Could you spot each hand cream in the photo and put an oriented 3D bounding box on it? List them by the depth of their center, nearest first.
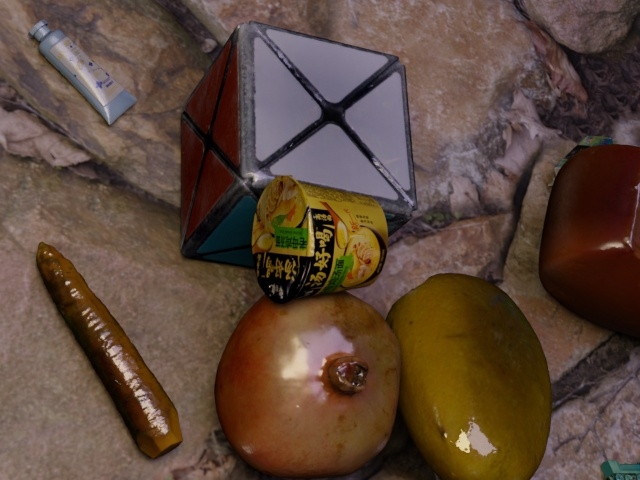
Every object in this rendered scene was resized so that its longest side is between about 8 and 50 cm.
[{"bbox_3d":[-0.337,-0.240,1.538,0.170,0.043,0.065,44,55,-5],"label":"hand cream"}]

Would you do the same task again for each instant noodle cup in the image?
[{"bbox_3d":[0.000,0.000,1.308,0.122,0.151,0.151,2,66,-32],"label":"instant noodle cup"}]

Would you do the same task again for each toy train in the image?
[{"bbox_3d":[0.469,0.358,1.667,0.092,0.029,0.045,6,49,-28],"label":"toy train"}]

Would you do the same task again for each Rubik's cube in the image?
[{"bbox_3d":[-0.036,-0.112,1.500,0.260,0.259,0.255,7,65,-22],"label":"Rubik's cube"}]

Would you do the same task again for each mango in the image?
[{"bbox_3d":[0.202,0.191,1.468,0.253,0.182,0.365,34,25,-19],"label":"mango"}]

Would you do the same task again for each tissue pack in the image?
[{"bbox_3d":[0.442,-0.115,1.852,0.111,0.079,0.085,-40,123,-33],"label":"tissue pack"}]

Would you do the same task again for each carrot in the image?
[{"bbox_3d":[-0.272,0.131,1.387,0.066,0.066,0.314,-27,78,-33],"label":"carrot"}]

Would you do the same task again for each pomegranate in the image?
[{"bbox_3d":[-0.007,0.174,1.368,0.229,0.270,0.252,21,68,-11],"label":"pomegranate"}]

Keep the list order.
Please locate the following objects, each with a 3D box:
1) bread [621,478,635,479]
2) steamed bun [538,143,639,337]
[{"bbox_3d":[0.503,0.500,1.535,0.337,0.102,0.183,42,83,7],"label":"bread"},{"bbox_3d":[0.491,0.020,1.700,0.379,0.248,0.235,26,68,-31],"label":"steamed bun"}]
